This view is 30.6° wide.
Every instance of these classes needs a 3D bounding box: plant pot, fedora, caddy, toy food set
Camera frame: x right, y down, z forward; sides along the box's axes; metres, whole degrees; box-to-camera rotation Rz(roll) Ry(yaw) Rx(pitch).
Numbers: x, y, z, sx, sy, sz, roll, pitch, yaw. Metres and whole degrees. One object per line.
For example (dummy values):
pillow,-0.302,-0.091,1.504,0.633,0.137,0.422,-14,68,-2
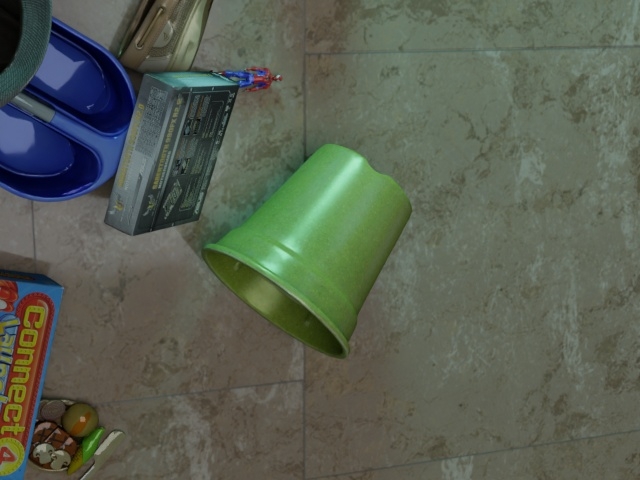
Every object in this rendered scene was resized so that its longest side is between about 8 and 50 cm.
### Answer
plant pot,0.000,0.000,1.806,0.276,0.276,0.254,43,75,-23
fedora,-0.456,-0.258,1.469,0.275,0.124,0.244,-3,84,3
caddy,-0.424,-0.202,1.630,0.341,0.179,0.241,29,90,-23
toy food set,-0.409,0.306,1.826,0.192,0.038,0.132,39,87,-23

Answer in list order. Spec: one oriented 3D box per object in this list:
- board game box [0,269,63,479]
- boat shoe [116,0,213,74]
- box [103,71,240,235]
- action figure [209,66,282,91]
board game box,-0.552,0.186,1.673,0.301,0.086,0.308,10,95,-36
boat shoe,-0.202,-0.402,1.696,0.110,0.121,0.341,15,98,-23
box,-0.216,-0.130,1.710,0.183,0.056,0.231,-18,130,-61
action figure,-0.114,-0.250,1.815,0.115,0.030,0.038,-6,99,-21
